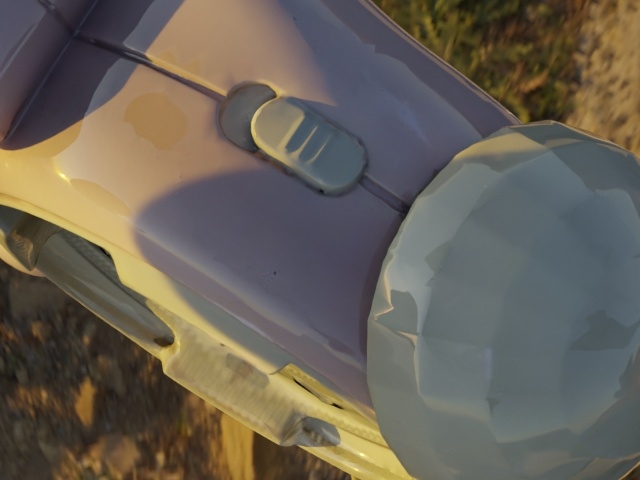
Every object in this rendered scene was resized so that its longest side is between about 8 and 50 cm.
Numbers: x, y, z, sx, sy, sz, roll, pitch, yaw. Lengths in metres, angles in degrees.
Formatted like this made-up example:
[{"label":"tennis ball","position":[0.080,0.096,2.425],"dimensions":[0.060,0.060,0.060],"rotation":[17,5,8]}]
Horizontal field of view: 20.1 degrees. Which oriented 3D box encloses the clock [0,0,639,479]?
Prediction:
[{"label":"clock","position":[0.000,0.000,0.785],"dimensions":[0.326,0.342,0.184],"rotation":[37,84,9]}]
